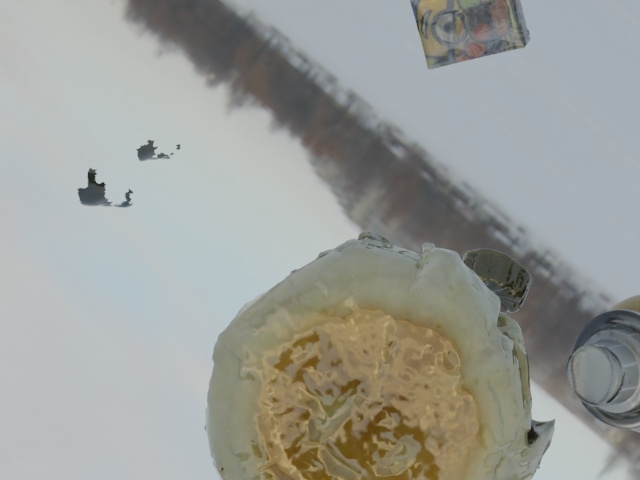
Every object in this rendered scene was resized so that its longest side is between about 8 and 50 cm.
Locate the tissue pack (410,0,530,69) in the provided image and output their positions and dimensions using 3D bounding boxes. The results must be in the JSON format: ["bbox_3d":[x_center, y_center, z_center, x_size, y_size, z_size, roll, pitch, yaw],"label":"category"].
[{"bbox_3d":[0.119,-0.177,1.150,0.035,0.083,0.063,-49,-55,-64],"label":"tissue pack"}]

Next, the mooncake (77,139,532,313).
[{"bbox_3d":[0.000,-0.012,1.041,0.347,0.057,0.150,7,148,-9],"label":"mooncake"}]

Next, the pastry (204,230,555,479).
[{"bbox_3d":[0.025,0.079,0.675,0.166,0.166,0.088,39,-170,1],"label":"pastry"}]

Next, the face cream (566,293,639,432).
[{"bbox_3d":[0.301,0.087,1.107,0.349,0.105,0.105,-2,-144,-48],"label":"face cream"}]
